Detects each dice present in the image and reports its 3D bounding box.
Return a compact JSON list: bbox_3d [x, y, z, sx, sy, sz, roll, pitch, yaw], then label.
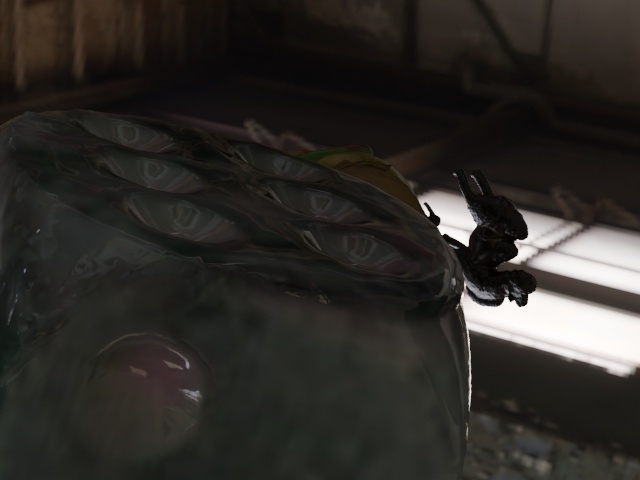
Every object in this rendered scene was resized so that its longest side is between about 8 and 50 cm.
[{"bbox_3d":[-0.108,0.109,1.057,0.330,0.328,0.348,16,-74,-23],"label":"dice"}]

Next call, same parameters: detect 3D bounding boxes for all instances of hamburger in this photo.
[{"bbox_3d":[0.000,0.000,1.692,0.237,0.149,0.237,-8,-70,-23],"label":"hamburger"}]

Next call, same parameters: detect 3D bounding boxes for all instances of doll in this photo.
[{"bbox_3d":[0.206,0.007,1.847,0.057,0.165,0.139,4,-62,-51],"label":"doll"}]
